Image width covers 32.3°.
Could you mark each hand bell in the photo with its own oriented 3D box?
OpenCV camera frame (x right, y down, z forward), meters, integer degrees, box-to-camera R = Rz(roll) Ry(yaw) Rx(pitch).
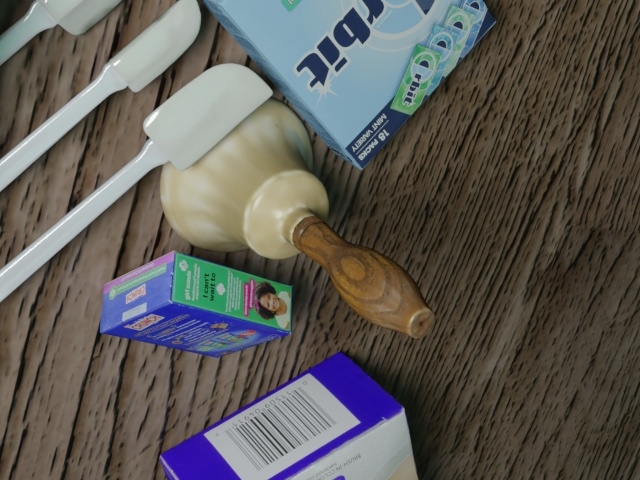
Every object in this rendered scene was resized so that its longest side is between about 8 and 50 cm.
[{"bbox_3d":[0.000,0.000,0.730,0.126,0.242,0.126,-16,122,-27],"label":"hand bell"}]

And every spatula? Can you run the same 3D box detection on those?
[{"bbox_3d":[-0.169,-0.080,0.711,0.242,0.019,0.168,-40,123,-2],"label":"spatula"}]

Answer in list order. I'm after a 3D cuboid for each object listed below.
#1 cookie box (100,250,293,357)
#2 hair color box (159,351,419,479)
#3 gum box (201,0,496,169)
[{"bbox_3d":[-0.089,0.049,0.797,0.107,0.092,0.040,18,62,-39],"label":"cookie box"},{"bbox_3d":[0.000,0.287,0.978,0.185,0.110,0.338,-28,129,-20],"label":"hair color box"},{"bbox_3d":[0.025,-0.166,0.786,0.157,0.041,0.184,-48,131,-5],"label":"gum box"}]
